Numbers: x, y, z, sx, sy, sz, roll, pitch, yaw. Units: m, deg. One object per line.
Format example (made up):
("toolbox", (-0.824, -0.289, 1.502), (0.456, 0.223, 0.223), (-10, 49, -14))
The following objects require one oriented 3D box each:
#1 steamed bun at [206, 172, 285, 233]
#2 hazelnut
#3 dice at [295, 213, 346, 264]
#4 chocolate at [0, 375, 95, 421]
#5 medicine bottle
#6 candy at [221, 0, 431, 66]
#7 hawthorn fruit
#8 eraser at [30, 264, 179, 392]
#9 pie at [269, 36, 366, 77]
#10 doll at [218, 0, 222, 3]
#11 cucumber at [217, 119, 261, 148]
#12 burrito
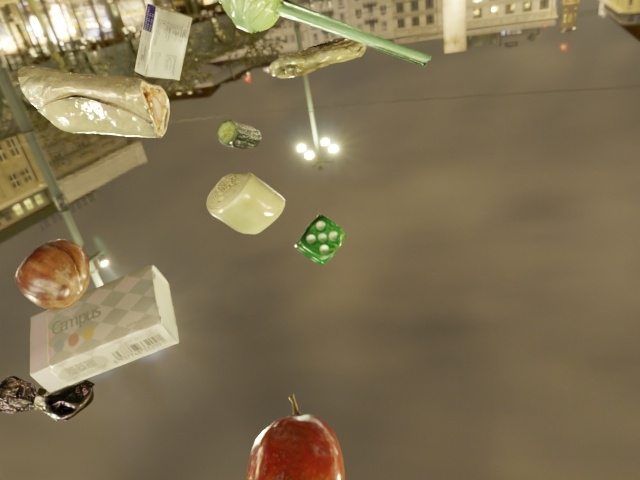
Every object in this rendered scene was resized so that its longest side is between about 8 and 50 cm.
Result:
("steamed bun", (-0.247, -0.108, 1.567), (0.250, 0.200, 0.155), (1, -122, 53))
("hazelnut", (-0.325, 0.044, 0.597), (0.086, 0.086, 0.086), (-8, -151, 5))
("dice", (0.000, 0.000, 1.561), (0.131, 0.120, 0.128), (-55, -176, -11))
("chocolate", (-0.472, 0.270, 0.832), (0.147, 0.070, 0.072), (2, -118, 0))
("medicine bottle", (-0.468, -0.588, 1.462), (0.052, 0.201, 0.171), (25, -157, 14))
("candy", (0.002, -0.311, 0.688), (0.335, 0.093, 0.092), (26, 180, 15))
("hawthorn fruit", (-0.048, 0.436, 0.965), (0.204, 0.205, 0.254), (-3, -122, 13))
("eraser", (-0.585, 0.237, 1.297), (0.396, 0.082, 0.213), (-23, -118, 7))
("pie", (-0.011, -0.586, 1.549), (0.338, 0.077, 0.339), (-16, -160, 6))
("doll", (-0.255, -0.780, 1.521), (0.159, 0.159, 0.059), (-11, -147, -40))
("cucumber", (-0.232, -0.311, 1.456), (0.077, 0.077, 0.265), (-3, -175, 14))
("burrito", (-0.488, -0.303, 1.060), (0.299, 0.143, 0.105), (7, -125, 8))
